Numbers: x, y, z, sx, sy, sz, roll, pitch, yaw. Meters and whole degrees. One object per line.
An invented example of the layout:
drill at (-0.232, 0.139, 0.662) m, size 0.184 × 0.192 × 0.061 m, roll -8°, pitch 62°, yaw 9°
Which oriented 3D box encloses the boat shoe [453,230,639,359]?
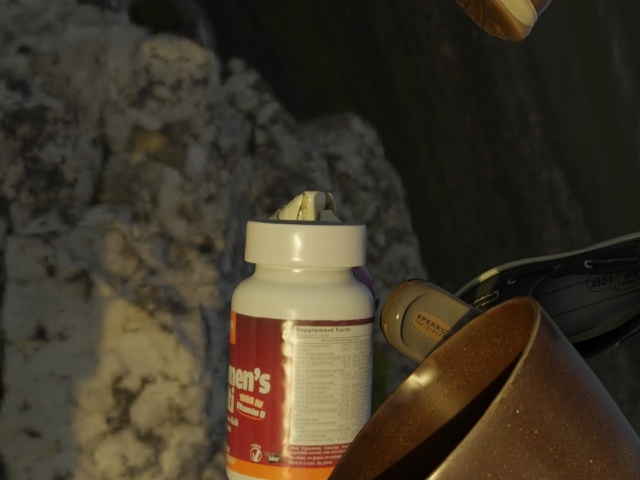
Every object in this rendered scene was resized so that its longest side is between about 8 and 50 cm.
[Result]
boat shoe at (0.264, 0.090, 1.527) m, size 0.127 × 0.340 × 0.113 m, roll 67°, pitch 23°, yaw -12°

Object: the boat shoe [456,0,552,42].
boat shoe at (0.138, -0.360, 1.342) m, size 0.342 × 0.123 × 0.123 m, roll 47°, pitch -7°, yaw -24°

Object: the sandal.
sandal at (0.148, 0.096, 1.168) m, size 0.219 × 0.060 × 0.090 m, roll 31°, pitch 81°, yaw -32°

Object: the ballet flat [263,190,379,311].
ballet flat at (0.000, 0.000, 1.290) m, size 0.221 × 0.077 × 0.079 m, roll -128°, pitch -146°, yaw -57°

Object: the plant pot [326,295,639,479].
plant pot at (0.148, 0.193, 0.883) m, size 0.230 × 0.215 × 0.215 m, roll 43°, pitch 31°, yaw -6°

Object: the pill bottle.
pill bottle at (-0.016, 0.095, 1.114) m, size 0.121 × 0.121 × 0.221 m, roll -6°, pitch 99°, yaw -68°
